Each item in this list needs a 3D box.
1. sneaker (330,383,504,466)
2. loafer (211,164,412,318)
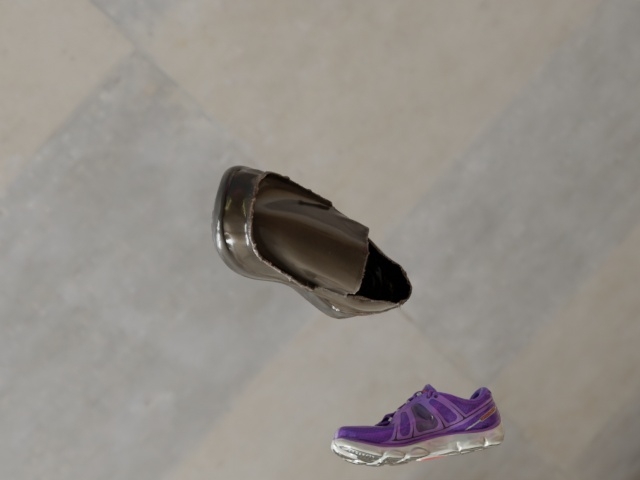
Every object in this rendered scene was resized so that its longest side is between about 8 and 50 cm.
[{"bbox_3d":[0.088,0.172,1.595,0.169,0.071,0.068,-7,167,-20],"label":"sneaker"},{"bbox_3d":[0.000,0.000,1.268,0.220,0.078,0.080,28,66,-53],"label":"loafer"}]
